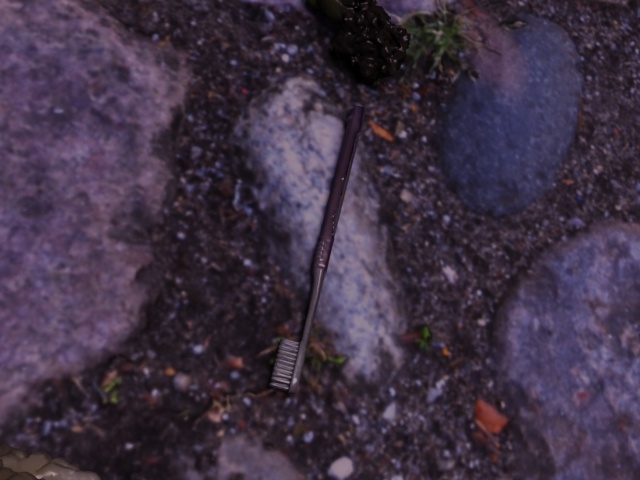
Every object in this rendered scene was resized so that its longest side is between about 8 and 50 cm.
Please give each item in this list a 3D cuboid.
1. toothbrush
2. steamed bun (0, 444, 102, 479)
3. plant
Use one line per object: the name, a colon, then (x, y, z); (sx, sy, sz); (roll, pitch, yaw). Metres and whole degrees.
toothbrush: (0.000, 0.000, 1.296); (0.029, 0.024, 0.354); (18, 61, -7)
steamed bun: (-0.313, 0.261, 0.889); (0.324, 0.309, 0.220); (11, 92, -22)
plant: (0.038, -0.258, 1.407); (0.085, 0.087, 0.174); (-34, 79, -8)
